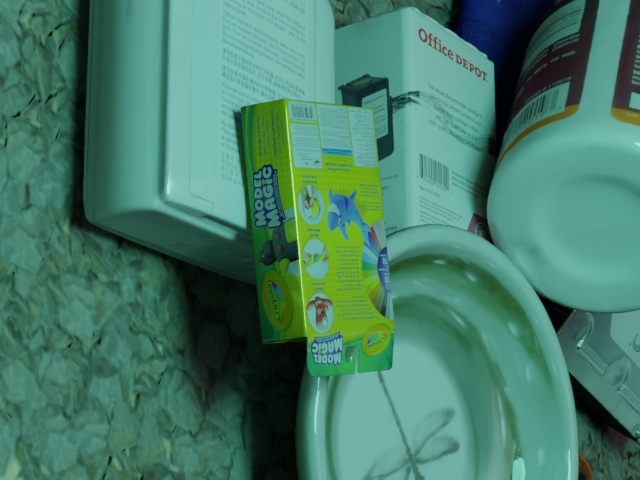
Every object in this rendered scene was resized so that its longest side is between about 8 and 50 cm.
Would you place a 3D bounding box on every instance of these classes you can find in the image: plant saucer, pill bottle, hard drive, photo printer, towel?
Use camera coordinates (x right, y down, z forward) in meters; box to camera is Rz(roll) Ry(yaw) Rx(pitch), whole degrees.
[{"bbox_3d":[0.089,0.187,1.693,0.400,0.100,0.401,10,77,-48],"label":"plant saucer"},{"bbox_3d":[0.308,-0.127,1.893,0.224,0.224,0.392,57,31,-27],"label":"pill bottle"},{"bbox_3d":[0.392,0.037,2.088,0.339,0.064,0.237,-52,129,-7],"label":"hard drive"},{"bbox_3d":[-0.088,-0.135,1.560,0.256,0.107,0.308,22,61,-51],"label":"photo printer"},{"bbox_3d":[0.214,-0.176,2.059,0.227,0.076,0.308,39,49,-33],"label":"towel"}]

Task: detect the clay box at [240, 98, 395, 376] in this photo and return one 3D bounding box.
[{"bbox_3d":[0.000,0.000,1.502,0.127,0.053,0.222,1,83,-53],"label":"clay box"}]

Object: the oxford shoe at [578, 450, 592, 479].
[{"bbox_3d":[0.171,0.166,1.881,0.271,0.097,0.098,51,7,-23],"label":"oxford shoe"}]

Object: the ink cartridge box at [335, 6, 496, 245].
[{"bbox_3d":[0.093,-0.087,1.816,0.172,0.100,0.237,24,61,-52],"label":"ink cartridge box"}]
